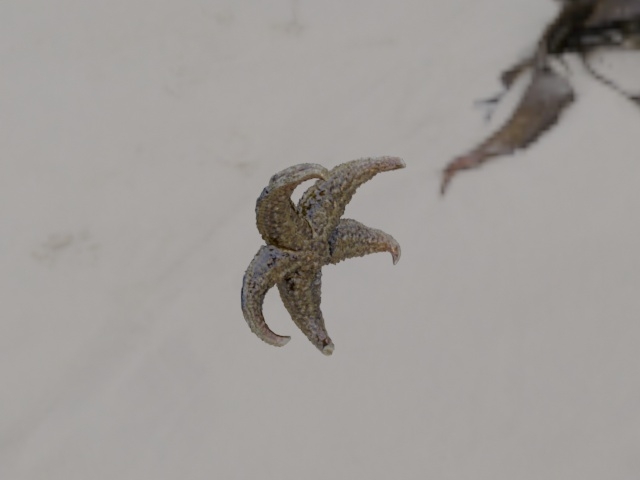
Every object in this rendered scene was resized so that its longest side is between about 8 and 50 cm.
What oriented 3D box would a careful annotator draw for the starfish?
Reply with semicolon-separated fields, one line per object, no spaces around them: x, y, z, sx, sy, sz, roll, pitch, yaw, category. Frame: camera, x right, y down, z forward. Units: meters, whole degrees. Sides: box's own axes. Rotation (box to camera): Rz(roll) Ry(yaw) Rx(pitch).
0.000;0.000;0.690;0.091;0.078;0.028;-52;46;1;starfish
